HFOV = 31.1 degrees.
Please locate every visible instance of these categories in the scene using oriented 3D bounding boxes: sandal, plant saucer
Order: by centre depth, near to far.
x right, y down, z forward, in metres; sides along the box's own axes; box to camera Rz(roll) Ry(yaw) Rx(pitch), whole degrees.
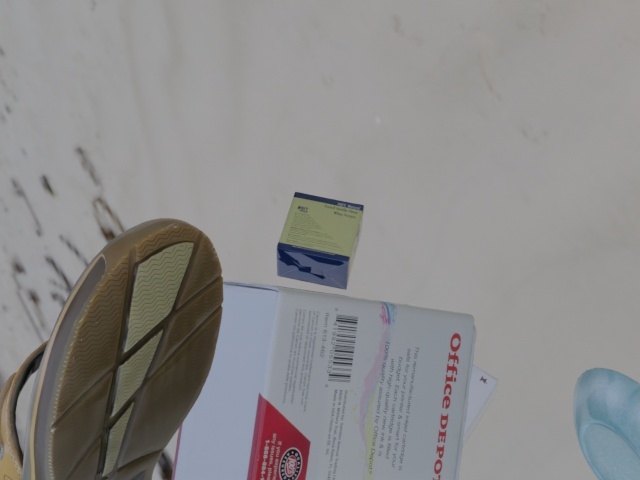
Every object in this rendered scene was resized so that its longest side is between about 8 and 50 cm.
[{"bbox_3d":[-0.083,0.066,0.394,0.049,0.072,0.180,36,128,23],"label":"sandal"},{"bbox_3d":[0.326,0.228,1.222,0.195,0.037,0.195,46,154,30],"label":"plant saucer"}]

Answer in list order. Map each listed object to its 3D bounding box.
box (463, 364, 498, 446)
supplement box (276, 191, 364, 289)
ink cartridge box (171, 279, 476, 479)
[{"bbox_3d":[0.130,0.177,1.274,0.102,0.101,0.087,32,169,14],"label":"box"},{"bbox_3d":[0.000,0.000,1.303,0.083,0.083,0.056,11,144,7],"label":"supplement box"},{"bbox_3d":[0.007,0.097,0.695,0.072,0.175,0.127,4,85,45],"label":"ink cartridge box"}]
